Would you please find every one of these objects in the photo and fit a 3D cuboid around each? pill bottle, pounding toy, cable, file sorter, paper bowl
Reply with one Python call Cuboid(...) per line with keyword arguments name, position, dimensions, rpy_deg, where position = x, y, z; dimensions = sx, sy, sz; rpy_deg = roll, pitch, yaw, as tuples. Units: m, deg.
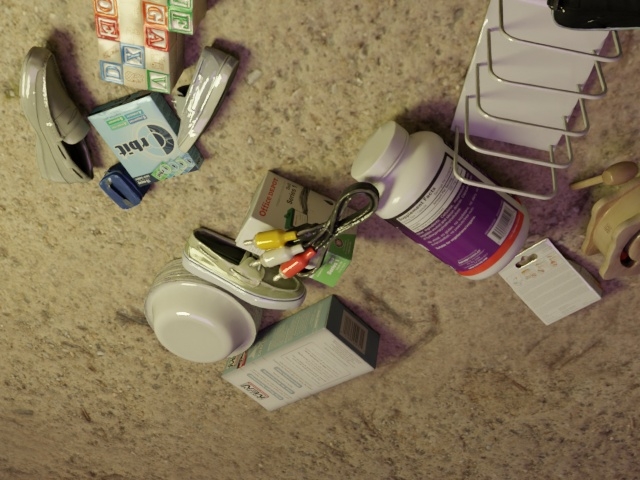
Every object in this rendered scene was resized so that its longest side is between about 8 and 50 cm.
Cuboid(name="pill bottle", position=(0.218, -0.077, 1.278), dimensions=(0.322, 0.182, 0.181), rpy_deg=(34, 131, -18))
Cuboid(name="pounding toy", position=(0.569, -0.064, 1.286), dimensions=(0.154, 0.155, 0.270), rpy_deg=(-19, 142, -7))
Cuboid(name="cable", position=(0.000, 0.000, 1.255), dimensions=(0.287, 0.072, 0.139), rpy_deg=(-23, 119, 34))
Cuboid(name="file sorter", position=(0.336, -0.232, 1.108), dimensions=(0.192, 0.173, 0.278), rpy_deg=(12, 134, 2))
Cuboid(name="paper bowl", position=(-0.290, 0.186, 1.679), dimensions=(0.284, 0.148, 0.284), rpy_deg=(8, 134, 8))

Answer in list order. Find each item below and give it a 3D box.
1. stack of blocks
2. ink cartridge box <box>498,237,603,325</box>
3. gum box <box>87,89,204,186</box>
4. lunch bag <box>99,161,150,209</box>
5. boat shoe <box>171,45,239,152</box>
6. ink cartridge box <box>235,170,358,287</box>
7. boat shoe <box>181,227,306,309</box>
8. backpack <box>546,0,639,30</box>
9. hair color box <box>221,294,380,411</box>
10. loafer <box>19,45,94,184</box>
Cuboid(name="stack of blocks", position=(-0.283, -0.400, 1.155), dimensions=(0.171, 0.087, 0.297), rpy_deg=(12, 135, 1))
Cuboid(name="ink cartridge box", position=(0.487, 0.083, 1.479), dimensions=(0.179, 0.045, 0.145), rpy_deg=(47, 129, -6))
Cuboid(name="gum box", position=(-0.348, -0.205, 1.391), dimensions=(0.156, 0.041, 0.184), rpy_deg=(-13, 128, 24))
Cuboid(name="lunch bag", position=(-0.421, -0.118, 1.474), dimensions=(0.067, 0.065, 0.098), rpy_deg=(-22, 125, 30))
Cuboid(name="boat shoe", position=(-0.229, -0.264, 1.289), dimensions=(0.081, 0.079, 0.227), rpy_deg=(32, 127, -6))
Cuboid(name="ink cartridge box", position=(-0.043, -0.025, 1.405), dimensions=(0.219, 0.160, 0.093), rpy_deg=(24, 132, -10))
Cuboid(name="boat shoe", position=(-0.171, 0.067, 1.564), dimensions=(0.302, 0.109, 0.094), rpy_deg=(20, 133, -2))
Cuboid(name="backpack", position=(0.445, -0.393, 0.909), dimensions=(0.253, 0.191, 0.225), rpy_deg=(11, 146, 14))
Cuboid(name="hair color box", position=(-0.053, 0.294, 1.748), dimensions=(0.374, 0.114, 0.185), rpy_deg=(-30, 120, 34))
Cuboid(name="loafer", position=(-0.510, -0.237, 1.359), dimensions=(0.111, 0.112, 0.320), rpy_deg=(9, 142, -2))
